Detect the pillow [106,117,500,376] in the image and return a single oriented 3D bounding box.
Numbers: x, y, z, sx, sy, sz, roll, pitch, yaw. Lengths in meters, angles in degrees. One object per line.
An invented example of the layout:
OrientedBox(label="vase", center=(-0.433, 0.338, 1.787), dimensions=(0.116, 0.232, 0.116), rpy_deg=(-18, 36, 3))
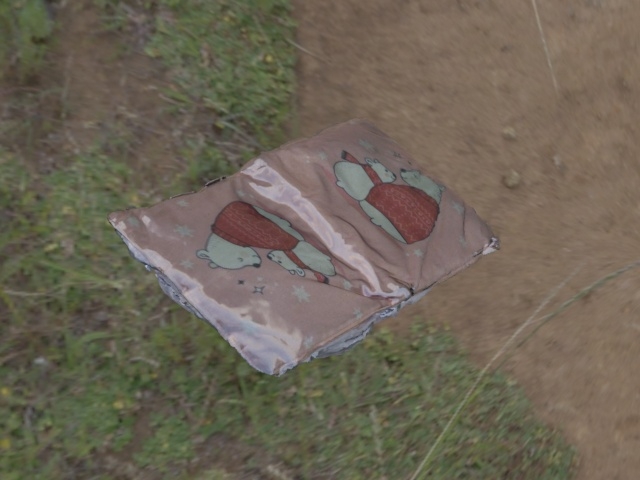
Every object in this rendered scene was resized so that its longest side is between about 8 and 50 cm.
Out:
OrientedBox(label="pillow", center=(0.000, 0.000, 0.735), dimensions=(0.135, 0.248, 0.049), rpy_deg=(38, 128, 20))
